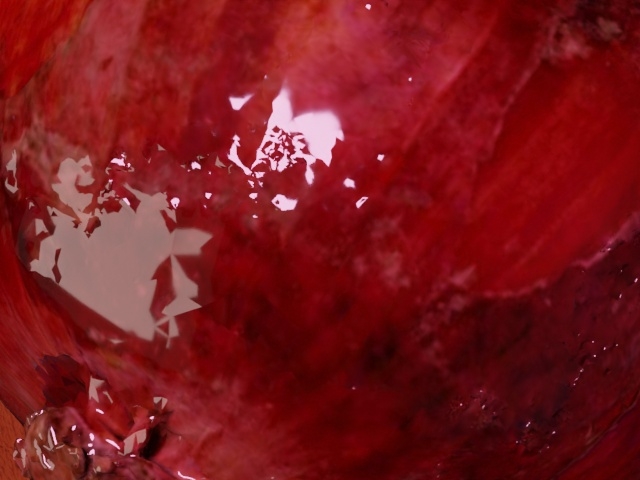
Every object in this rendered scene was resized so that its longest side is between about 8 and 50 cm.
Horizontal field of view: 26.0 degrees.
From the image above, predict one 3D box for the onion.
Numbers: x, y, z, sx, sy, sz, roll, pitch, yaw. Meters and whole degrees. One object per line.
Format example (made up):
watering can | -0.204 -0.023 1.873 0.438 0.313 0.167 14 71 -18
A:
onion | 0.000 0.000 0.460 0.276 0.276 0.276 57 159 36
